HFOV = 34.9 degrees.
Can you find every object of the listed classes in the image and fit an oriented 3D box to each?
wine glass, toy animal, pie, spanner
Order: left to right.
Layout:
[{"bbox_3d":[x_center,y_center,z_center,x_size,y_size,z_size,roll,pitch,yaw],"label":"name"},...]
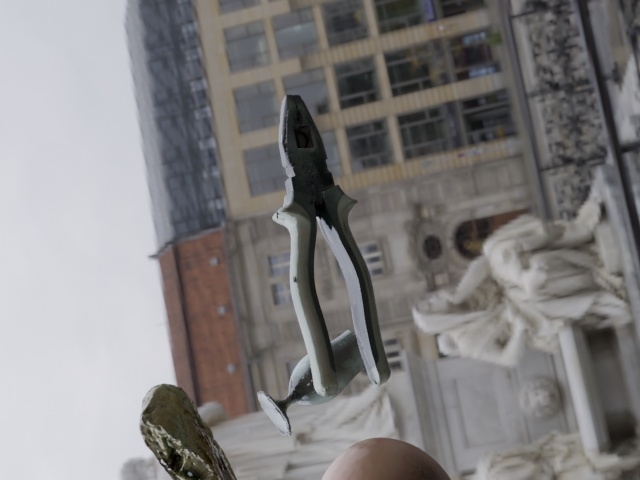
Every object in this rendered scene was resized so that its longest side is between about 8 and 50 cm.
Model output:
[{"bbox_3d":[-0.193,0.387,1.683,0.338,0.075,0.337,60,-179,-2],"label":"pie"},{"bbox_3d":[-0.007,0.266,1.935,0.103,0.222,0.103,44,156,25],"label":"wine glass"},{"bbox_3d":[0.000,0.000,1.082,0.040,0.095,0.325,147,113,-63],"label":"spanner"},{"bbox_3d":[0.043,0.270,0.892,0.248,0.165,0.149,-40,-26,-59],"label":"toy animal"}]
